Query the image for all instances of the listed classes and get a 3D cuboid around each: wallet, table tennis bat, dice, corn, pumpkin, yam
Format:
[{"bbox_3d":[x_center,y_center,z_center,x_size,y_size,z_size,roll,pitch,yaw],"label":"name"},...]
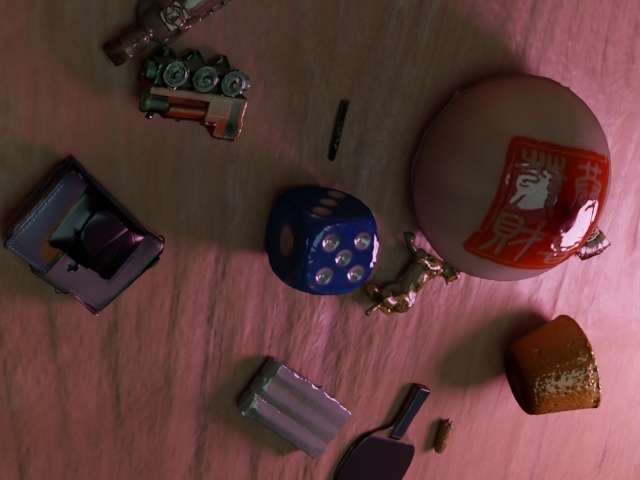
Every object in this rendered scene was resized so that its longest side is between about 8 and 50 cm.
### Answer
[{"bbox_3d":[-0.347,0.003,1.591,0.170,0.069,0.231,-48,131,-7],"label":"wallet"},{"bbox_3d":[0.130,0.416,2.149,0.173,0.022,0.301,19,105,-37],"label":"table tennis bat"},{"bbox_3d":[0.000,0.000,1.758,0.146,0.146,0.143,-4,119,-31],"label":"dice"},{"bbox_3d":[0.254,0.401,2.215,0.027,0.028,0.083,18,110,7],"label":"corn"},{"bbox_3d":[0.535,-0.002,2.173,0.073,0.035,0.101,-37,133,4],"label":"pumpkin"},{"bbox_3d":[0.029,-0.180,1.763,0.014,0.014,0.107,0,116,-32],"label":"yam"}]

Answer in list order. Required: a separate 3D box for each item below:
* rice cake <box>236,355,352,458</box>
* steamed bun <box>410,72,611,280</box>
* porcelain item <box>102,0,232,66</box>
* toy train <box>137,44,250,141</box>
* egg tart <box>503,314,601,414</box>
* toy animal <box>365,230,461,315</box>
[{"bbox_3d":[-0.045,0.306,1.964,0.127,0.043,0.237,-51,131,0],"label":"rice cake"},{"bbox_3d":[0.351,-0.092,1.875,0.375,0.241,0.374,-16,125,-23],"label":"steamed bun"},{"bbox_3d":[-0.210,-0.319,1.508,0.213,0.054,0.084,-39,116,-8],"label":"porcelain item"},{"bbox_3d":[-0.186,-0.214,1.573,0.176,0.074,0.118,2,117,-35],"label":"toy train"},{"bbox_3d":[0.462,0.263,2.184,0.147,0.202,0.202,-16,124,-8],"label":"egg tart"},{"bbox_3d":[0.163,0.085,1.960,0.181,0.073,0.136,-51,137,-3],"label":"toy animal"}]
